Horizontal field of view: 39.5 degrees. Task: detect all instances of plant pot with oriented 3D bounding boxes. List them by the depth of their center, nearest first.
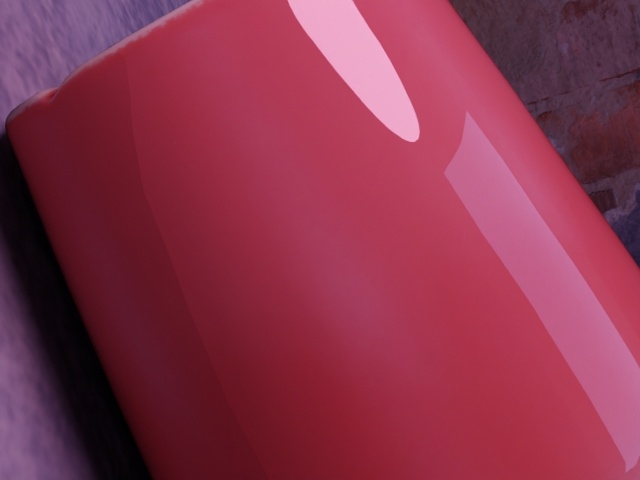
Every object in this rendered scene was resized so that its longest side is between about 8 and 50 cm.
[{"bbox_3d":[0.000,0.000,0.430,0.243,0.275,0.275,62,13,-13],"label":"plant pot"}]
